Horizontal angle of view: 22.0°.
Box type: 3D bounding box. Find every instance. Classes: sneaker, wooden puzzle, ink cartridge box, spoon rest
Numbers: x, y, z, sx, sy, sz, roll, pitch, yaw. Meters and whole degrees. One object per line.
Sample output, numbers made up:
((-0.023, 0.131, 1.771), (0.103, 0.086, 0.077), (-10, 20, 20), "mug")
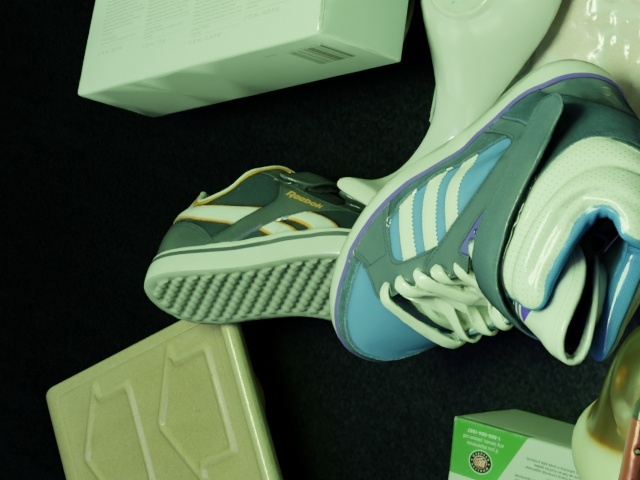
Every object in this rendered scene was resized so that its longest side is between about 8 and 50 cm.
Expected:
((0.124, 0.031, 1.213), (0.323, 0.130, 0.236), (-46, 25, 25), "sneaker")
((-0.131, 0.256, 1.640), (0.348, 0.080, 0.322), (-30, 71, 45), "wooden puzzle")
((0.000, 0.000, 1.464), (0.321, 0.126, 0.127), (1, 53, 25), "sneaker")
((0.179, 0.255, 1.335), (0.153, 0.087, 0.208), (12, 99, 42), "ink cartridge box")
((0.110, -0.150, 1.341), (0.137, 0.084, 0.276), (34, 102, 37), "spoon rest")

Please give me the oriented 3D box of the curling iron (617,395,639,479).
((0.192, 0.218, 1.010), (0.068, 0.035, 0.274), (18, 93, 42), "curling iron")

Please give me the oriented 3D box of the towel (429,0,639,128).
((0.233, -0.197, 1.294), (0.317, 0.053, 0.332), (20, 106, 41), "towel")

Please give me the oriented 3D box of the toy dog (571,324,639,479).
((0.294, 0.237, 1.088), (0.395, 0.284, 0.408), (-42, 56, 49), "toy dog")

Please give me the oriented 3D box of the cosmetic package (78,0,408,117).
((-0.063, -0.275, 1.461), (0.377, 0.097, 0.284), (-5, 75, 52), "cosmetic package")

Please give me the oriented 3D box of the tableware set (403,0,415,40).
((0.081, -0.241, 1.426), (0.128, 0.039, 0.194), (-126, 53, -72), "tableware set")
